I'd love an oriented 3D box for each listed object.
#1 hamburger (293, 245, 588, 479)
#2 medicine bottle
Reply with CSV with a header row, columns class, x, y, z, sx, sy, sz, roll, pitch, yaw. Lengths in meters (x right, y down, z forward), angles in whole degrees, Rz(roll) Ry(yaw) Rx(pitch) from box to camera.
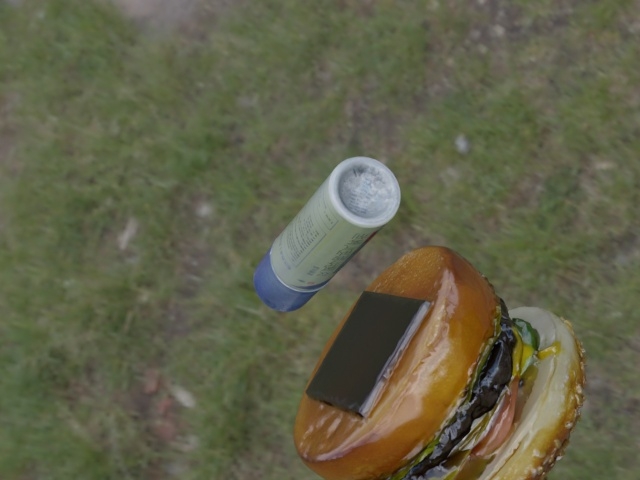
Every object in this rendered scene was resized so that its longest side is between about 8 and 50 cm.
class,x,y,z,sx,sy,sz,roll,pitch,yaw
hamburger,0.129,0.159,1.503,0.291,0.225,0.291,-47,18,20
medicine bottle,0.000,0.000,1.220,0.231,0.059,0.059,132,141,-64
